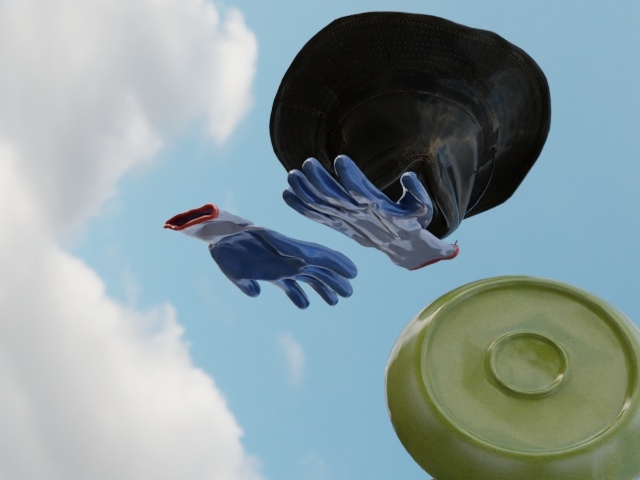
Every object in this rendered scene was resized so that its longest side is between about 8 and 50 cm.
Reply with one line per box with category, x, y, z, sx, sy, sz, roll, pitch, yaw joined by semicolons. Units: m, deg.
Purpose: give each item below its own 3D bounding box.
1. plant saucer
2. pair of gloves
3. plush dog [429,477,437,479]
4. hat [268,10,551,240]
plant saucer;0.173;0.112;0.938;0.241;0.241;0.037;45;-26;36
pair of gloves;0.000;0.000;0.777;0.198;0.159;0.023;-18;-123;34
plush dog;0.029;0.317;0.818;0.210;0.262;0.225;100;-22;-56
hat;0.087;-0.082;1.196;0.331;0.331;0.134;124;-18;-49
